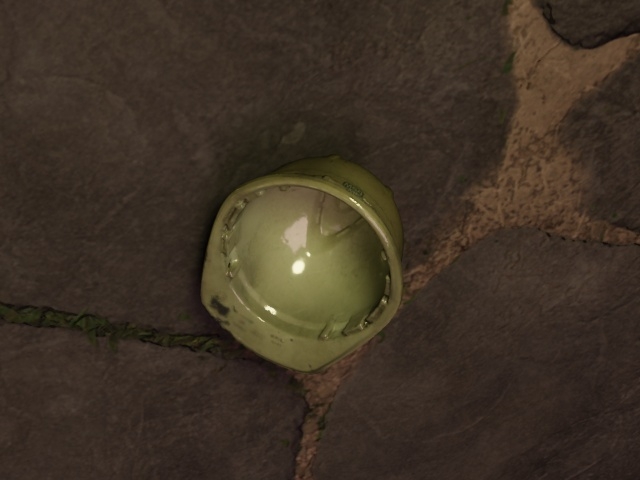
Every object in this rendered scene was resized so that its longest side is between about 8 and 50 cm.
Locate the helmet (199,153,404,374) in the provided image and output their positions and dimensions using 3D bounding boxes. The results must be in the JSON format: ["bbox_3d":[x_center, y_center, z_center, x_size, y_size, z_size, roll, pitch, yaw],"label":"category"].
[{"bbox_3d":[-0.001,0.000,1.269,0.204,0.137,0.257,35,133,-2],"label":"helmet"}]
